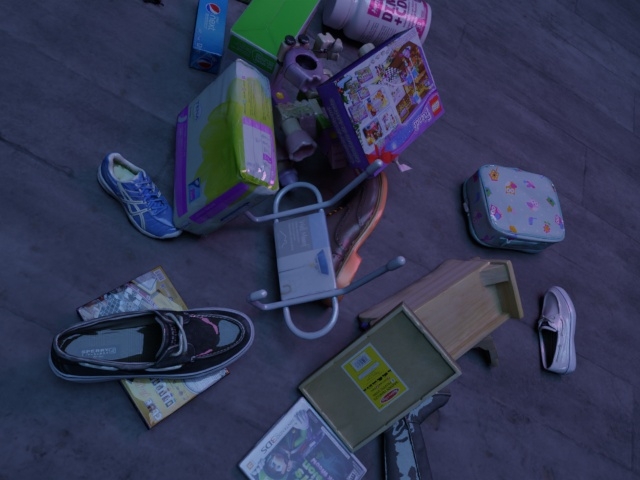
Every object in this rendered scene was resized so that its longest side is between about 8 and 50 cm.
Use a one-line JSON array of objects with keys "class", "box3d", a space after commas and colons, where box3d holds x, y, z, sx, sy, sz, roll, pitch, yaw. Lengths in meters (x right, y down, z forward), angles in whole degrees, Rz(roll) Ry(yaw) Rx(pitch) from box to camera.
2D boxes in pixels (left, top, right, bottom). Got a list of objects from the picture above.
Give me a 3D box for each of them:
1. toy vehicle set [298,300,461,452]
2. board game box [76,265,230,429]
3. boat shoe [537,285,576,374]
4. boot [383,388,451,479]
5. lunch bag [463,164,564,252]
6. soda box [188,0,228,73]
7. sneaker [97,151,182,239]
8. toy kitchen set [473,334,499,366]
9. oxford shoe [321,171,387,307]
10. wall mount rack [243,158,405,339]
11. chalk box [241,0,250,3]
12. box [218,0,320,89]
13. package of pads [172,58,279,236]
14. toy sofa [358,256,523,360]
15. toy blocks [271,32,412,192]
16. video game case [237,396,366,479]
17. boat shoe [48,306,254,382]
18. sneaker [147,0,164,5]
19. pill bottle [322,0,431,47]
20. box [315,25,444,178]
[{"class": "toy vehicle set", "box3d": [0.109, 0.262, 0.931, 0.266, 0.035, 0.166, -40, 86, 12]}, {"class": "board game box", "box3d": [-0.301, 0.188, 0.884, 0.165, 0.042, 0.243, -30, 82, -32]}, {"class": "boat shoe", "box3d": [0.595, 0.222, 1.238, 0.075, 0.083, 0.227, 11, 64, -20]}, {"class": "boot", "box3d": [0.202, 0.415, 0.982, 0.189, 0.076, 0.209, -8, 63, -12]}, {"class": "lunch bag", "box3d": [0.522, -0.079, 1.332, 0.278, 0.108, 0.224, 7, 67, -20]}, {"class": "soda box", "box3d": [-0.276, -0.521, 1.208, 0.071, 0.067, 0.210, 10, 64, -20]}, {"class": "sneaker", "box3d": [-0.357, -0.085, 0.962, 0.211, 0.081, 0.080, 43, 56, -4]}, {"class": "toy kitchen set", "box3d": [0.376, 0.253, 1.164, 0.068, 0.075, 0.083, -80, 151, -65]}, {"class": "oxford shoe", "box3d": [0.049, -0.035, 1.095, 0.132, 0.130, 0.364, 27, 59, -3]}, {"class": "wall mount rack", "box3d": [0.000, 0.000, 0.948, 0.303, 0.130, 0.350, -14, 65, 10]}, {"class": "chalk box", "box3d": [-0.265, -0.753, 1.284, 0.212, 0.132, 0.132, 13, 62, -17]}, {"class": "box", "box3d": [-0.124, -0.445, 1.143, 0.126, 0.231, 0.262, 28, 59, -9]}, {"class": "package of pads", "box3d": [-0.194, -0.187, 0.978, 0.101, 0.229, 0.297, 21, 52, -44]}, {"class": "toy sofa", "box3d": [0.274, 0.174, 1.101, 0.362, 0.177, 0.150, -26, 103, -31]}, {"class": "toy blocks", "box3d": [0.042, -0.245, 1.077, 0.288, 0.309, 0.260, -17, 70, -29]}, {"class": "video game case", "box3d": [-0.030, 0.423, 0.906, 0.190, 0.022, 0.173, 48, 58, 3]}, {"class": "boat shoe", "box3d": [-0.263, 0.173, 0.809, 0.334, 0.119, 0.121, -6, 70, -26]}, {"class": "sneaker", "box3d": [-0.399, -0.616, 1.219, 0.098, 0.038, 0.069, -22, 79, -21]}, {"class": "pill bottle", "box3d": [0.160, -0.646, 1.403, 0.282, 0.160, 0.161, 10, 63, -19]}, {"class": "box", "box3d": [0.136, -0.289, 1.011, 0.293, 0.057, 0.201, -43, 118, -33]}]
